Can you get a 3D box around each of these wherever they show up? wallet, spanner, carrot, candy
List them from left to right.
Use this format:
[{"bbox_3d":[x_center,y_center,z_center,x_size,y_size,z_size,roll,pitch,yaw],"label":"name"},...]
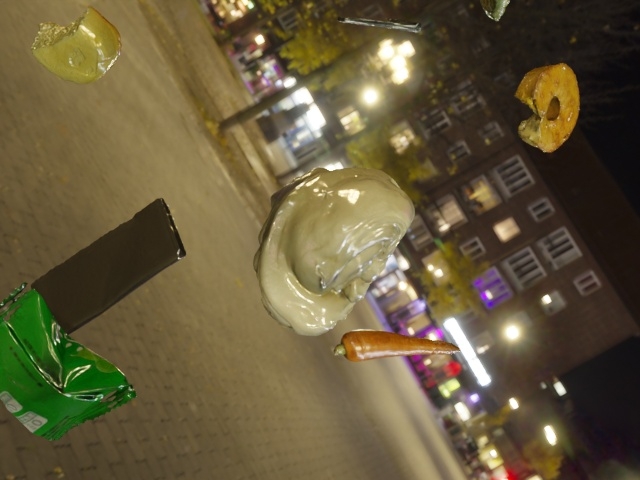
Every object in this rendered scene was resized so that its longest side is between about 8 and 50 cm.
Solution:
[{"bbox_3d":[-0.339,0.161,1.013,0.203,0.141,0.078,49,-3,-25],"label":"candy"},{"bbox_3d":[-0.308,0.046,1.195,0.025,0.244,0.124,50,9,-50],"label":"wallet"},{"bbox_3d":[0.143,-0.521,1.989,0.093,0.026,0.325,20,21,33],"label":"spanner"},{"bbox_3d":[0.148,0.197,1.570,0.061,0.257,0.061,180,-90,-75],"label":"carrot"}]

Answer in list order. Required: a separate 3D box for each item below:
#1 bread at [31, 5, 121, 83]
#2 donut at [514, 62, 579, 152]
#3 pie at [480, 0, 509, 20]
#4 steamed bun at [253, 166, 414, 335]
[{"bbox_3d":[-0.436,-0.346,1.501,0.125,0.156,0.086,60,30,-35],"label":"bread"},{"bbox_3d":[0.281,-0.168,1.032,0.043,0.097,0.108,23,-51,44],"label":"donut"},{"bbox_3d":[0.358,-0.610,1.750,0.277,0.078,0.277,-17,90,-85],"label":"pie"},{"bbox_3d":[0.000,0.000,1.556,0.247,0.339,0.352,35,12,-4],"label":"steamed bun"}]
